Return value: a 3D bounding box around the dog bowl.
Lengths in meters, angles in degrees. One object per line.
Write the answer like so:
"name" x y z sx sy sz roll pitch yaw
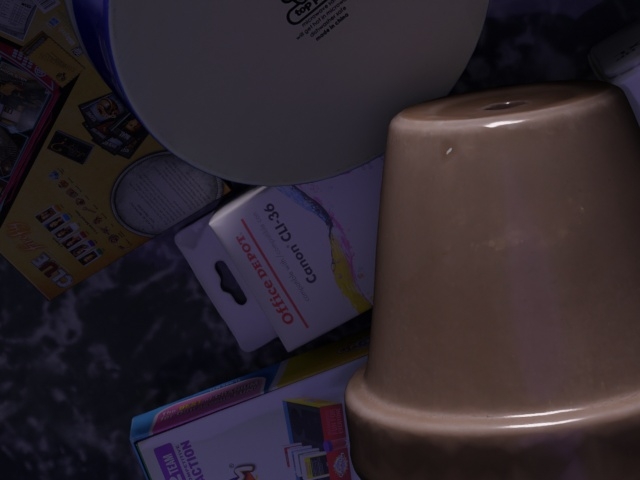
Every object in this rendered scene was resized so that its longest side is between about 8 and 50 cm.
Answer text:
"dog bowl" -0.026 -0.172 1.256 0.265 0.104 0.265 -11 120 -19

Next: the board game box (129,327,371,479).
"board game box" 0.050 0.188 1.436 0.316 0.064 0.242 -20 101 -1

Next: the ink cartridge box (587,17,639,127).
"ink cartridge box" 0.404 -0.031 1.336 0.285 0.166 0.395 -31 100 9

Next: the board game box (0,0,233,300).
"board game box" -0.193 -0.077 1.358 0.165 0.042 0.243 -30 133 10

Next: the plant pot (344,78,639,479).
"plant pot" 0.133 0.022 1.245 0.263 0.263 0.229 -8 101 5

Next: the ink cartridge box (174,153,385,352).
"ink cartridge box" 0.000 0.000 1.416 0.198 0.067 0.115 -30 100 9
